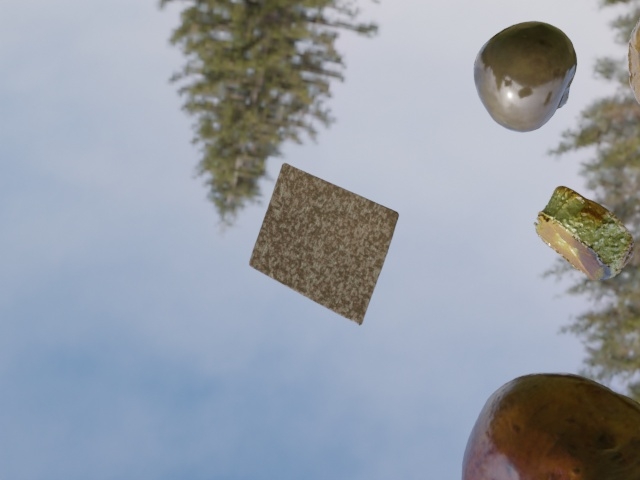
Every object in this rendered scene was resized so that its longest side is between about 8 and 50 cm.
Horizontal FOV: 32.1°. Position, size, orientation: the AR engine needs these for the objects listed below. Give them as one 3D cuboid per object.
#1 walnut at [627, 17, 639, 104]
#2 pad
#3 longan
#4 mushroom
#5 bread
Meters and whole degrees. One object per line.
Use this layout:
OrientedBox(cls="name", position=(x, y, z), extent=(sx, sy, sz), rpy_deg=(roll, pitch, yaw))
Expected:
OrientedBox(cls="walnut", position=(0.503, -0.231, 1.399), extent=(0.228, 0.228, 0.228), rpy_deg=(9, -150, -5))
OrientedBox(cls="pad", position=(0.000, 0.000, 1.500), extent=(0.003, 0.158, 0.235), rpy_deg=(11, -170, -47))
OrientedBox(cls="longan", position=(0.338, -0.275, 1.853), extent=(0.189, 0.189, 0.189), rpy_deg=(9, -150, -5))
OrientedBox(cls="mushroom", position=(0.339, 0.327, 1.348), extent=(0.259, 0.345, 0.345), rpy_deg=(-8, -145, -33))
OrientedBox(cls="bread", position=(0.373, -0.009, 1.574), extent=(0.140, 0.069, 0.128), rpy_deg=(39, 173, 21))
